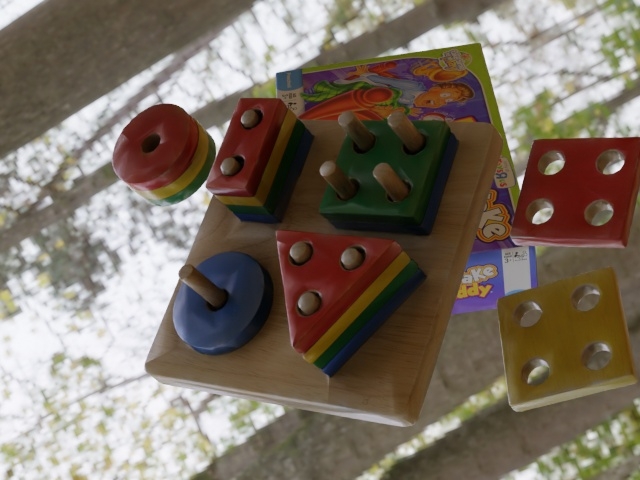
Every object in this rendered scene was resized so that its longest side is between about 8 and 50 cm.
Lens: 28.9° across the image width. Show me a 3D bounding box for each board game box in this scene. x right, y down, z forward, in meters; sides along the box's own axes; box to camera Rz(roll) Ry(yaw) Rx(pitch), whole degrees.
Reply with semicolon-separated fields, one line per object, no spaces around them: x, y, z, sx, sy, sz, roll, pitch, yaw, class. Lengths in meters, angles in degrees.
0.077;-0.064;1.274;0.347;0.234;0.078;-95;-5;-49;board game box

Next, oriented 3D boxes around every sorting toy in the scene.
0.000;0.000;0.511;0.046;0.275;0.132;46;-123;-49;sorting toy
